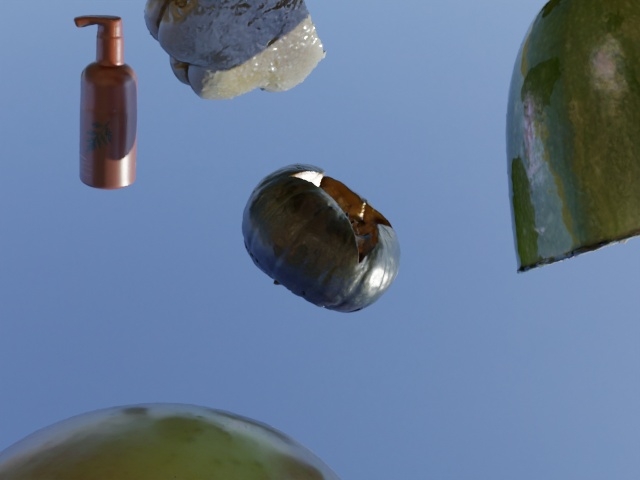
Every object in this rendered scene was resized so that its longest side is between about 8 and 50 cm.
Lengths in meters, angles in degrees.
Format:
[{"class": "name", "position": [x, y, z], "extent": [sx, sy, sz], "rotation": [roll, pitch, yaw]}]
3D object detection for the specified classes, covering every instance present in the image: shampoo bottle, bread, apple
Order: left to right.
[{"class": "shampoo bottle", "position": [-0.301, -0.196, 1.407], "extent": [0.085, 0.244, 0.085], "rotation": [3, -156, -1]}, {"class": "apple", "position": [-0.122, 0.262, 0.684], "extent": [0.277, 0.319, 0.319], "rotation": [17, -144, 26]}, {"class": "bread", "position": [-0.104, -0.263, 1.164], "extent": [0.183, 0.337, 0.102], "rotation": [-43, -113, -6]}]

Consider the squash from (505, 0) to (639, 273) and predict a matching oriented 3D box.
[{"class": "squash", "position": [0.323, -0.148, 1.149], "extent": [0.310, 0.308, 0.310], "rotation": [-19, 174, -2]}]

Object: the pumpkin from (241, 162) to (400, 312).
[{"class": "pumpkin", "position": [-0.003, 0.002, 1.381], "extent": [0.238, 0.159, 0.238], "rotation": [38, -166, -11]}]
